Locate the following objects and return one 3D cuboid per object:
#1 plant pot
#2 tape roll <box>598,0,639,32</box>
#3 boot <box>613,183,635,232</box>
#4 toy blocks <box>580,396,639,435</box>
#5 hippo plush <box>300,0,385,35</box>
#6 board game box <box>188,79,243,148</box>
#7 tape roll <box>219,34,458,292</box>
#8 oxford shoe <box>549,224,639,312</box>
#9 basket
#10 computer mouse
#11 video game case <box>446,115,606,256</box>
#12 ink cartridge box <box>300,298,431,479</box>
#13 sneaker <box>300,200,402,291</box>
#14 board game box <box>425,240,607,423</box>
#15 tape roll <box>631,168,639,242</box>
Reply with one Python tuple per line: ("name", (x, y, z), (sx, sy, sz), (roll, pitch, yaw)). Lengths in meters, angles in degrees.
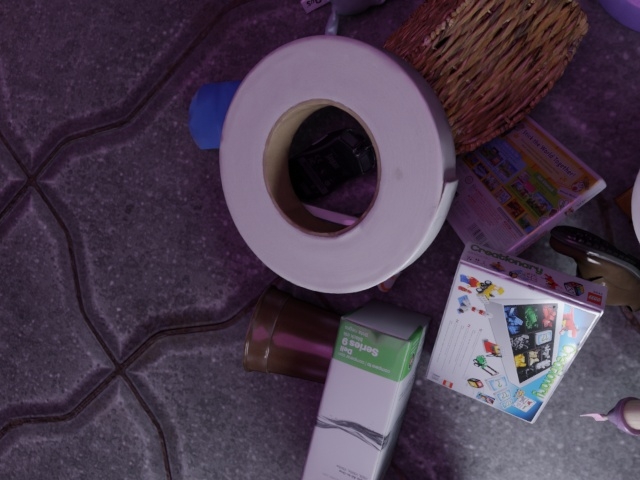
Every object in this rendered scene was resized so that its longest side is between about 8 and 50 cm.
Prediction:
("plant pot", (-0.035, 0.184, 0.998), (0.165, 0.167, 0.167), (15, 97, 11))
("tape roll", (0.545, -0.449, 0.793), (0.274, 0.090, 0.275), (1, 92, 19))
("boot", (0.608, -0.061, 0.790), (0.283, 0.109, 0.220), (-42, 75, 24))
("toy blocks", (0.575, 0.239, 0.765), (0.288, 0.260, 0.309), (9, 70, -9))
("hippo plush", (0.047, -0.503, 0.887), (0.294, 0.236, 0.234), (-26, 81, 21))
("board game box", (-0.184, -0.250, 1.096), (0.168, 0.033, 0.133), (-2, 86, 15))
("tape roll", (0.014, -0.112, 0.842), (0.391, 0.072, 0.392), (7, 104, 29))
("oxford shoe", (0.422, 0.052, 0.817), (0.227, 0.083, 0.096), (27, 110, -18))
("basket", (0.251, -0.306, 0.902), (0.213, 0.223, 0.299), (40, 106, -19))
("computer mouse", (0.067, -0.129, 0.991), (0.262, 0.060, 0.184), (-29, 113, 36))
("video game case", (0.292, -0.085, 0.863), (0.206, 0.026, 0.227), (-42, 40, 17))
("ink cartridge box", (0.082, 0.265, 0.923), (0.121, 0.211, 0.289), (16, 97, 18))
("sneaker", (0.000, 0.000, 0.989), (0.321, 0.126, 0.128), (18, 96, 19))
("board game box", (0.282, 0.153, 0.840), (0.192, 0.053, 0.305), (20, 137, 17))
("tape roll", (0.529, -0.048, 0.650), (0.246, 0.169, 0.246), (8, 102, 42))
